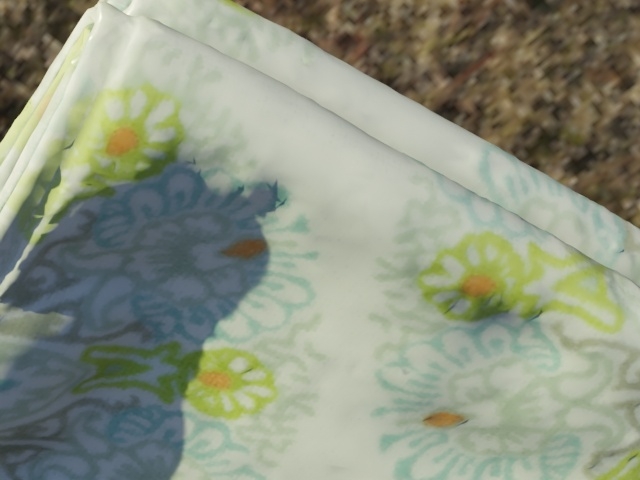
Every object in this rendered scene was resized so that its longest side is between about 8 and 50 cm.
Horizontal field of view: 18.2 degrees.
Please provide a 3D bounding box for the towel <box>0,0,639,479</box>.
[{"bbox_3d":[-0.011,0.084,0.896,0.374,0.320,0.090,27,34,-17],"label":"towel"}]
